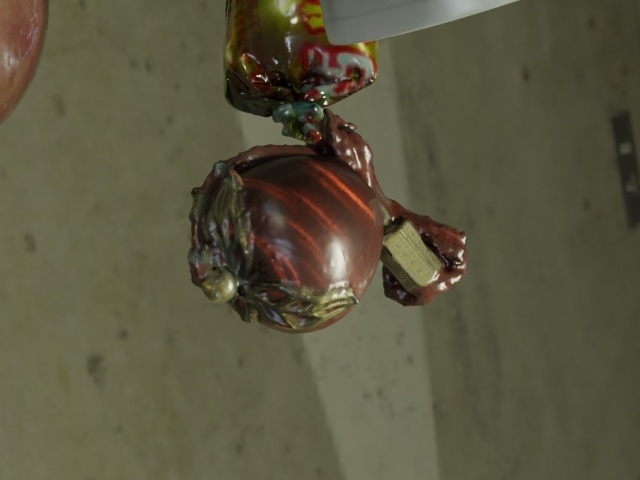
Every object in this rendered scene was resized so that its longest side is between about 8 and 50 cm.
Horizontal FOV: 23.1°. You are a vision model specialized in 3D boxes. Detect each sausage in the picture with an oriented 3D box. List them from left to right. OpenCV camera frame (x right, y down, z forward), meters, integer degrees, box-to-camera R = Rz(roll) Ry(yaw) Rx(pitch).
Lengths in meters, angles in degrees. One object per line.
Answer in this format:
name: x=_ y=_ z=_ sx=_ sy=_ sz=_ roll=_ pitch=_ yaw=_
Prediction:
sausage: x=-0.016 y=-0.193 z=1.172 sx=0.117 sy=0.125 sz=0.317 roll=107 pitch=-10 yaw=-52

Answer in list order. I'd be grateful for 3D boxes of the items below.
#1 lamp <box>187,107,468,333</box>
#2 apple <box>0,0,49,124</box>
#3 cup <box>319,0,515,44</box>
lamp: x=0.002 y=0.001 z=1.317 sx=0.215 sy=0.223 sz=0.151 roll=53 pitch=-13 yaw=-9
apple: x=-0.358 y=-0.183 z=1.174 sx=0.235 sy=0.306 sz=0.305 roll=98 pitch=-5 yaw=-69
cup: x=0.068 y=-0.224 z=0.800 sx=0.221 sy=0.167 sz=0.202 roll=-34 pitch=110 yaw=-52
